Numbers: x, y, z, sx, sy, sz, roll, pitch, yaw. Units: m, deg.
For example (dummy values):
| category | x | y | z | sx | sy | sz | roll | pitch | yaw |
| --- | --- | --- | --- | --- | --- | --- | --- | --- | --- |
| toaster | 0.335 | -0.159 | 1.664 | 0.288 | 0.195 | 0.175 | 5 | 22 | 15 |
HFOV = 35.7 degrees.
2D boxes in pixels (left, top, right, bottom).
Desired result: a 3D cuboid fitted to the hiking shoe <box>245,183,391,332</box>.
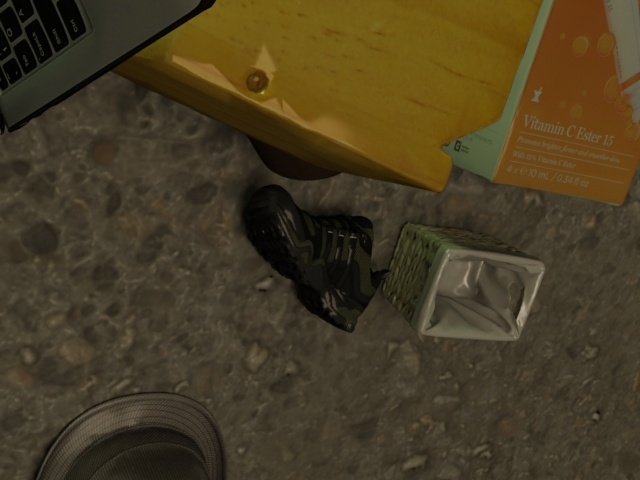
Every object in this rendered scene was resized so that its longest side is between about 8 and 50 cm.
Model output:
| category | x | y | z | sx | sy | sz | roll | pitch | yaw |
| --- | --- | --- | --- | --- | --- | --- | --- | --- | --- |
| hiking shoe | 0.000 | 0.000 | 1.125 | 0.114 | 0.086 | 0.227 | -51 | 134 | -19 |

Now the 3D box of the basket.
| category | x | y | z | sx | sy | sz | roll | pitch | yaw |
| --- | --- | --- | --- | --- | --- | --- | --- | --- | --- |
| basket | 0.173 | 0.050 | 1.227 | 0.167 | 0.103 | 0.113 | 8 | 107 | -33 |

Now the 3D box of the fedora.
| category | x | y | z | sx | sy | sz | roll | pitch | yaw |
| --- | --- | --- | --- | --- | --- | --- | --- | --- | --- |
| fedora | -0.196 | 0.322 | 1.115 | 0.243 | 0.124 | 0.276 | 6 | 108 | -34 |

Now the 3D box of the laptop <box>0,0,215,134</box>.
| category | x | y | z | sx | sy | sz | roll | pitch | yaw |
| --- | --- | --- | --- | --- | --- | --- | --- | --- | --- |
| laptop | -0.330 | -0.229 | 0.599 | 0.236 | 0.407 | 0.382 | -29 | 99 | -43 |

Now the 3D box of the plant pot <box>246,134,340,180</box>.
| category | x | y | z | sx | sy | sz | roll | pitch | yaw |
| --- | --- | --- | --- | --- | --- | --- | --- | --- | --- |
| plant pot | -0.014 | -0.180 | 0.963 | 0.215 | 0.215 | 0.230 | -24 | 136 | -20 |

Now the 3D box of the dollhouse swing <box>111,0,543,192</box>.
| category | x | y | z | sx | sy | sz | roll | pitch | yaw |
| --- | --- | --- | --- | --- | --- | --- | --- | --- | --- |
| dollhouse swing | -0.030 | -0.250 | 0.786 | 0.315 | 0.305 | 0.347 | 23 | 84 | -26 |

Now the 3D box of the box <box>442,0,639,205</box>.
| category | x | y | z | sx | sy | sz | roll | pitch | yaw |
| --- | --- | --- | --- | --- | --- | --- | --- | --- | --- |
| box | 0.273 | -0.236 | 1.115 | 0.214 | 0.168 | 0.346 | 6 | 108 | -33 |
